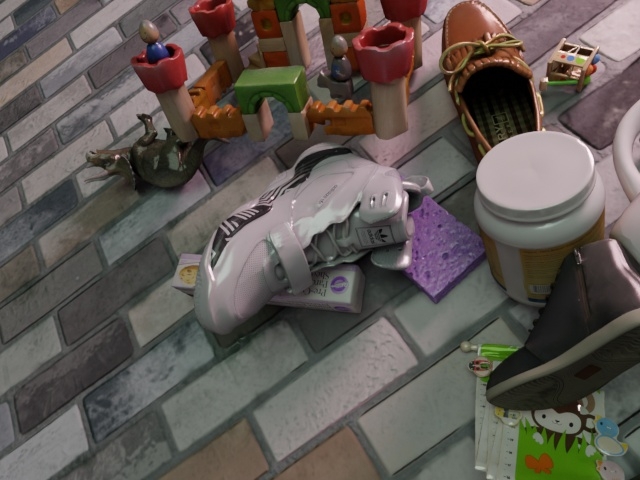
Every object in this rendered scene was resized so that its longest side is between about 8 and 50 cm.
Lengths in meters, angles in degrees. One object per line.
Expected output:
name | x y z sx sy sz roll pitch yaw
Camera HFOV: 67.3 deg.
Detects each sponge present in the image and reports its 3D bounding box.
sponge | 0.147 -0.012 0.760 0.117 0.031 0.210 -43 59 -3

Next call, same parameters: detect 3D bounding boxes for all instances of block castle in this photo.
block castle | -0.052 -0.334 0.818 0.454 0.212 0.303 3 47 19

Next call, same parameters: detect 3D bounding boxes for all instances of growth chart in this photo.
growth chart | 0.260 0.215 0.569 0.172 0.021 0.237 -4 38 16

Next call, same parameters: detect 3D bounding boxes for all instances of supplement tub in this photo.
supplement tub | 0.275 -0.022 0.605 0.144 0.199 0.144 -15 48 18

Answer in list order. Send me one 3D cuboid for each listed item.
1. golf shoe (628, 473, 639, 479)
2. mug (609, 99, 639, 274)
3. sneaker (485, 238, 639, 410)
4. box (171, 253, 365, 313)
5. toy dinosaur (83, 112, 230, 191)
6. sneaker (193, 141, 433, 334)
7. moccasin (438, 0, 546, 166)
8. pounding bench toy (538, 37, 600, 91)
golf shoe | 0.355 0.299 0.518 0.273 0.105 0.120 0 46 18
mug | 0.492 -0.051 0.517 0.328 0.276 0.374 -31 53 19
sneaker | 0.271 0.103 0.543 0.222 0.083 0.118 -48 27 36
box | -0.091 0.068 0.791 0.324 0.063 0.067 3 69 21
toy dinosaur | -0.306 -0.165 0.967 0.314 0.121 0.160 7 81 17
sneaker | 0.000 0.000 0.672 0.210 0.137 0.366 18 54 34
moccasin | 0.264 -0.241 0.754 0.139 0.147 0.379 -8 64 17
pounding bench toy | 0.399 -0.268 0.771 0.065 0.052 0.083 29 79 28
